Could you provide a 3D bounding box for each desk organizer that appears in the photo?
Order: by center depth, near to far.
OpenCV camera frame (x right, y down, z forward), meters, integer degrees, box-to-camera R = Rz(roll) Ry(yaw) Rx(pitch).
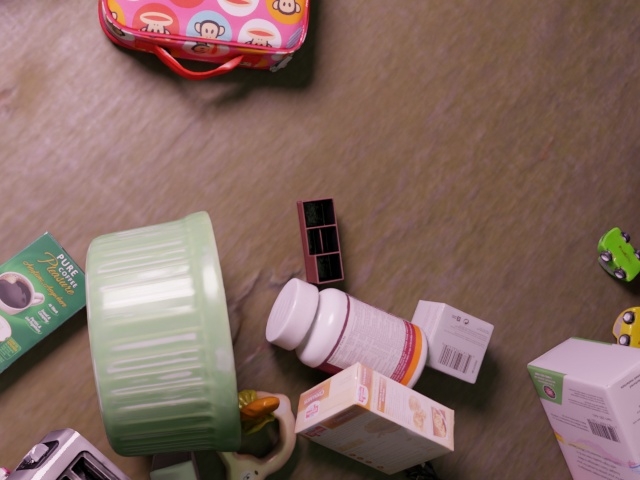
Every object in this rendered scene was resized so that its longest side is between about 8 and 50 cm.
[{"bbox_3d":[0.000,0.000,1.065,0.047,0.050,0.130,-8,92,-19],"label":"desk organizer"}]

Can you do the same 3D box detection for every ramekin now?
[{"bbox_3d":[-0.196,0.121,0.871,0.148,0.303,0.303,-8,92,-12],"label":"ramekin"}]

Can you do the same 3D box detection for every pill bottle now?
[{"bbox_3d":[0.039,0.144,1.039,0.221,0.121,0.121,25,81,-17],"label":"pill bottle"}]

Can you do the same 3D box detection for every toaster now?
[{"bbox_3d":[-0.321,0.352,0.862,0.185,0.110,0.168,46,51,-9],"label":"toaster"}]

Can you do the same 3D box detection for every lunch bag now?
[{"bbox_3d":[-0.158,-0.352,0.979,0.293,0.120,0.258,5,88,-20],"label":"lunch bag"}]

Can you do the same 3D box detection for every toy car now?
[{"bbox_3d":[0.567,0.070,1.261,0.239,0.053,0.225,-43,102,-16],"label":"toy car"}]

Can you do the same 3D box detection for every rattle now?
[{"bbox_3d":[-0.082,0.318,0.989,0.130,0.143,0.199,15,79,-33],"label":"rattle"}]

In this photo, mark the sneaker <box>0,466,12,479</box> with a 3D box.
[{"bbox_3d":[-0.400,0.386,0.915,0.075,0.063,0.170,-32,95,-17],"label":"sneaker"}]

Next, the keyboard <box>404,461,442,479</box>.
[{"bbox_3d":[0.178,0.474,1.131,0.317,0.033,0.201,34,84,-17],"label":"keyboard"}]

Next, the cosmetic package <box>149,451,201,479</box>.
[{"bbox_3d":[-0.169,0.402,0.920,0.060,0.099,0.239,-14,88,-10],"label":"cosmetic package"}]

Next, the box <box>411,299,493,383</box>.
[{"bbox_3d":[0.200,0.160,1.113,0.101,0.087,0.102,24,81,-17],"label":"box"}]

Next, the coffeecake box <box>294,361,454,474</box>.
[{"bbox_3d":[0.080,0.266,1.025,0.185,0.142,0.068,30,45,-23],"label":"coffeecake box"}]

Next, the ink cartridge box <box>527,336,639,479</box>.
[{"bbox_3d":[0.489,0.316,1.150,0.117,0.201,0.278,-27,98,-17],"label":"ink cartridge box"}]

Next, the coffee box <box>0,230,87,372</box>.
[{"bbox_3d":[-0.401,0.086,0.929,0.184,0.040,0.113,-42,103,-15],"label":"coffee box"}]
